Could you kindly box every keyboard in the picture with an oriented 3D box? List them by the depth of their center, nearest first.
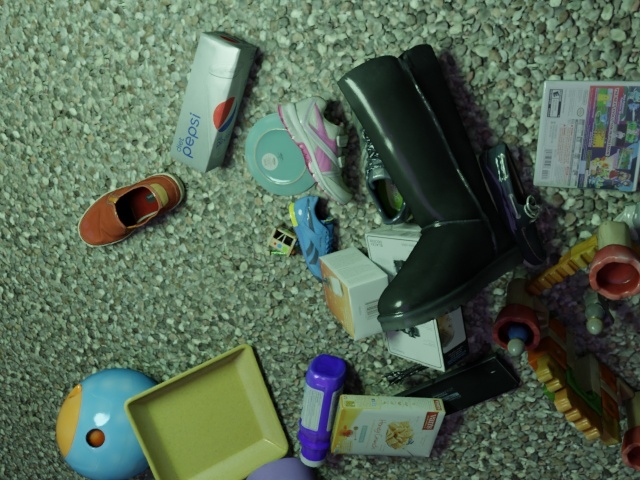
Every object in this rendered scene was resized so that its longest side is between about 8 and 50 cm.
[{"bbox_3d":[0.268,0.327,1.358,0.317,0.033,0.201,-31,118,25],"label":"keyboard"}]

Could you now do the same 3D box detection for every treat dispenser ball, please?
[{"bbox_3d":[-0.541,0.483,1.571,0.288,0.288,0.288,6,111,17],"label":"treat dispenser ball"}]

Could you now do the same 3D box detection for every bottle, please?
[{"bbox_3d":[-0.001,0.422,1.458,0.092,0.118,0.283,14,113,13],"label":"bottle"}]

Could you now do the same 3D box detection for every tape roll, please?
[{"bbox_3d":[-0.099,0.653,1.541,0.189,0.080,0.189,-10,128,-13],"label":"tape roll"}]

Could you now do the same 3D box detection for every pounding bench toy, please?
[{"bbox_3d":[-0.084,0.012,1.376,0.065,0.052,0.083,29,116,7],"label":"pounding bench toy"}]

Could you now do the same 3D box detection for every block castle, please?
[{"bbox_3d":[0.563,0.217,1.087,0.453,0.213,0.303,42,128,-8],"label":"block castle"}]

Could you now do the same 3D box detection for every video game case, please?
[{"bbox_3d":[0.505,-0.196,1.115,0.183,0.023,0.201,6,109,17],"label":"video game case"}]

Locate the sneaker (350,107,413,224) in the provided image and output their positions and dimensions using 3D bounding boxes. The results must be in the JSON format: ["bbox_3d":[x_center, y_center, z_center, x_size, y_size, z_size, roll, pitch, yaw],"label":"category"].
[{"bbox_3d":[0.131,-0.167,1.199,0.111,0.121,0.300,-16,103,23],"label":"sneaker"}]

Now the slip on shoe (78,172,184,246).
[{"bbox_3d":[-0.483,-0.069,1.459,0.331,0.101,0.123,-21,102,26],"label":"slip on shoe"}]

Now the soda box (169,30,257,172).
[{"bbox_3d":[-0.235,-0.298,1.295,0.098,0.091,0.286,26,115,8],"label":"soda box"}]

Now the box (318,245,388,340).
[{"bbox_3d":[0.074,0.109,1.274,0.091,0.170,0.130,-17,115,-15],"label":"box"}]

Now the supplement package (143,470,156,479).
[{"bbox_3d":[-0.382,0.715,1.647,0.194,0.203,0.149,-3,108,21],"label":"supplement package"}]

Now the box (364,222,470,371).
[{"bbox_3d":[0.203,0.113,1.254,0.169,0.087,0.290,6,114,52],"label":"box"}]

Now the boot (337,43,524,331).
[{"bbox_3d":[0.153,-0.106,1.046,0.146,0.367,0.445,-20,93,47],"label":"boot"}]

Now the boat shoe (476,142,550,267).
[{"bbox_3d":[0.387,-0.068,1.165,0.079,0.095,0.254,-26,90,36],"label":"boat shoe"}]

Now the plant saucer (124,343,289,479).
[{"bbox_3d":[-0.285,0.466,1.516,0.333,0.081,0.333,-23,103,-20],"label":"plant saucer"}]

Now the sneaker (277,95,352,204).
[{"bbox_3d":[0.014,-0.190,1.241,0.111,0.103,0.252,-29,114,1],"label":"sneaker"}]

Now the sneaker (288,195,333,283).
[{"bbox_3d":[0.000,0.000,1.334,0.082,0.069,0.209,-15,103,21],"label":"sneaker"}]

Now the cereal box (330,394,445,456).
[{"bbox_3d":[0.153,0.432,1.382,0.240,0.047,0.173,4,126,-6],"label":"cereal box"}]

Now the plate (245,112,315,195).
[{"bbox_3d":[-0.085,-0.187,1.321,0.188,0.024,0.188,6,111,16],"label":"plate"}]

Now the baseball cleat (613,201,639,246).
[{"bbox_3d":[0.609,0.023,1.142,0.109,0.072,0.206,3,108,35],"label":"baseball cleat"}]
